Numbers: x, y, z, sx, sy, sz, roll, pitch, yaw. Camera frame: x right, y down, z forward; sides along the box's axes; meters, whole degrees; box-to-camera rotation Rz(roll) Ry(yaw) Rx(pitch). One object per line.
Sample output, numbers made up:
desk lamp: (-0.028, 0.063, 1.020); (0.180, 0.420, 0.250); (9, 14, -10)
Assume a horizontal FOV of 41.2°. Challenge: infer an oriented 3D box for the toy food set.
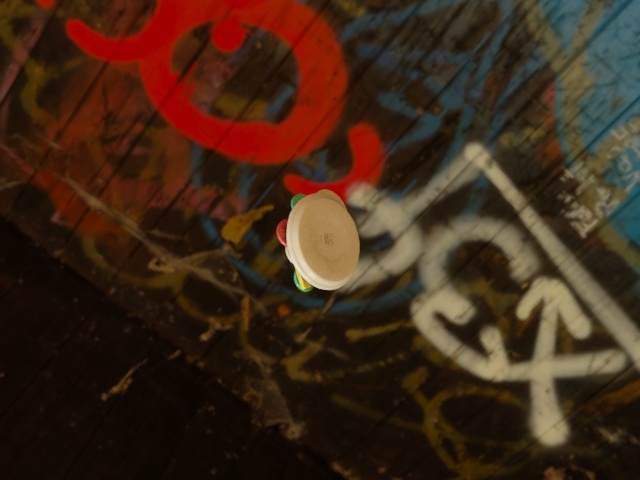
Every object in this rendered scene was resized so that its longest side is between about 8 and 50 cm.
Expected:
toy food set: (0.000, 0.000, 0.701); (0.082, 0.020, 0.083); (-17, -87, -44)
